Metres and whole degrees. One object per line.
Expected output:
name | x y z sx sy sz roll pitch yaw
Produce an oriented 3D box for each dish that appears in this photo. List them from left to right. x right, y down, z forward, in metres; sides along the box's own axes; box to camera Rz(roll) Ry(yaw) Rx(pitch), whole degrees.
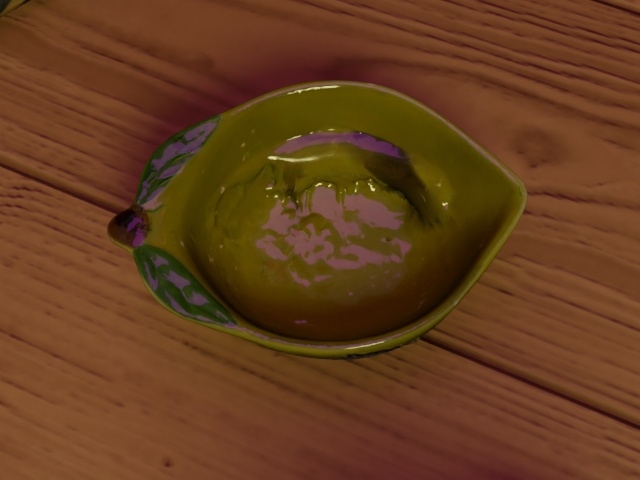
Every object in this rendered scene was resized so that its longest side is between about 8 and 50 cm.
dish | 0.000 0.000 0.600 0.207 0.080 0.149 -3 65 1

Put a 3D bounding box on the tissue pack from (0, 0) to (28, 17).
tissue pack | -0.329 -0.187 0.700 0.311 0.128 0.228 -35 65 -16
